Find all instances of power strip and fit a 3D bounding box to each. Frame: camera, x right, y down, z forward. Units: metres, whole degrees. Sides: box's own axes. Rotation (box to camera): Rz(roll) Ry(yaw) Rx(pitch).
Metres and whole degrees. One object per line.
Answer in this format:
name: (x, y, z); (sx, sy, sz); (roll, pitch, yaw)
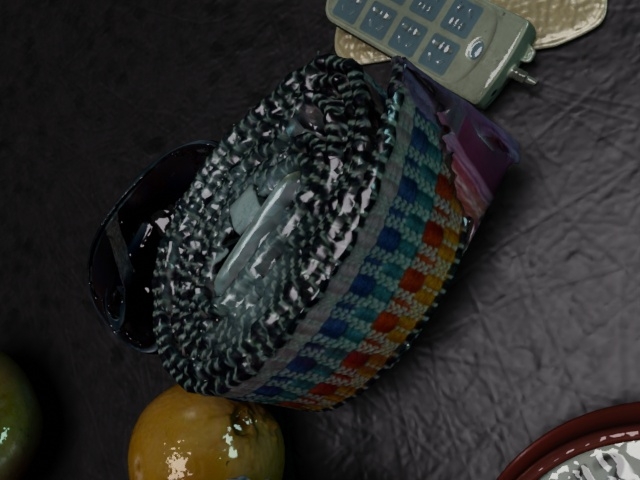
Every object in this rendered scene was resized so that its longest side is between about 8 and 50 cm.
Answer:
power strip: (0.094, -0.189, 0.575); (0.227, 0.029, 0.080); (39, 104, 27)

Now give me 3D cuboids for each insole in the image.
insole: (0.122, -0.199, 0.584); (0.248, 0.011, 0.081); (1, 83, 29)

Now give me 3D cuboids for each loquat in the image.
loquat: (-0.096, 0.191, 0.568); (0.141, 0.141, 0.141); (-5, 79, 28)

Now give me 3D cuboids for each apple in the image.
apple: (-0.413, 0.212, 0.723); (0.188, 0.174, 0.207); (-41, 65, 39)

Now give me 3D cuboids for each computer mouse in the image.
computer mouse: (-0.153, 0.005, 0.654); (0.137, 0.096, 0.233); (34, 97, 28)

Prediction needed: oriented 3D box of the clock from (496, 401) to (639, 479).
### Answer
clock: (0.241, 0.261, 0.406); (0.319, 0.080, 0.318); (-6, 79, 33)

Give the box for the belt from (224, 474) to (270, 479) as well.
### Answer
belt: (-0.019, 0.327, 0.450); (0.227, 0.115, 0.323); (-31, 92, 9)

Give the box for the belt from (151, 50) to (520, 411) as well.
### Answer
belt: (0.000, 0.000, 0.540); (0.207, 0.161, 0.295); (38, 99, 46)
